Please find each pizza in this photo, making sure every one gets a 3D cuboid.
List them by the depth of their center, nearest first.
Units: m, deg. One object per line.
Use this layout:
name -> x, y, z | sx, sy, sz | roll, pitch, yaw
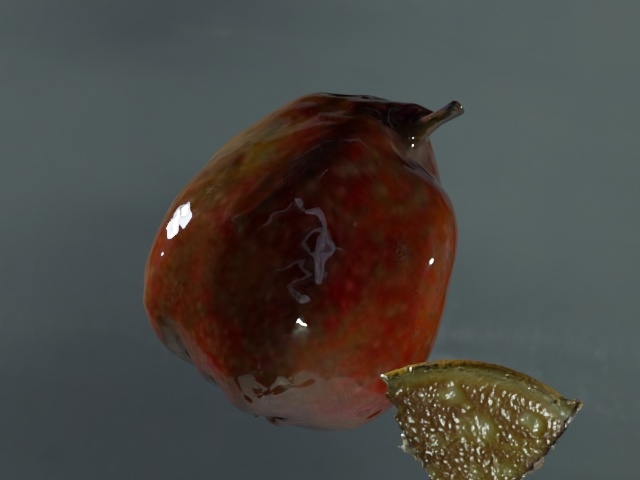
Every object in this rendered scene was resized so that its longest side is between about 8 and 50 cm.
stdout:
pizza -> 0.077, 0.099, 0.804 | 0.099, 0.100, 0.029 | 38, 9, 6

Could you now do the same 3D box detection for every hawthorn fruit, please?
hawthorn fruit -> -0.015, 0.016, 1.403 | 0.308, 0.325, 0.308 | 7, 3, 0
